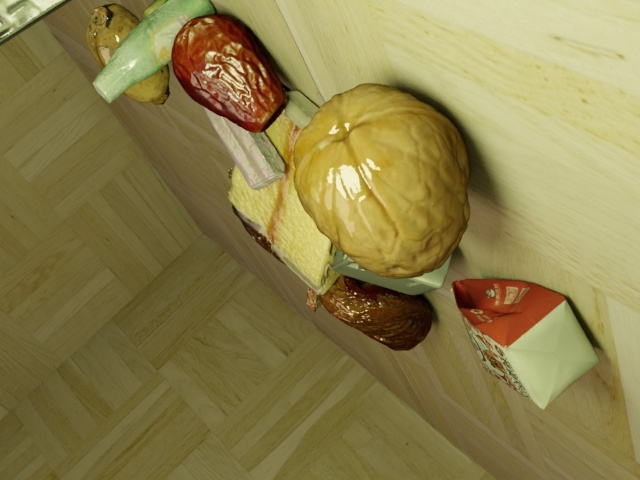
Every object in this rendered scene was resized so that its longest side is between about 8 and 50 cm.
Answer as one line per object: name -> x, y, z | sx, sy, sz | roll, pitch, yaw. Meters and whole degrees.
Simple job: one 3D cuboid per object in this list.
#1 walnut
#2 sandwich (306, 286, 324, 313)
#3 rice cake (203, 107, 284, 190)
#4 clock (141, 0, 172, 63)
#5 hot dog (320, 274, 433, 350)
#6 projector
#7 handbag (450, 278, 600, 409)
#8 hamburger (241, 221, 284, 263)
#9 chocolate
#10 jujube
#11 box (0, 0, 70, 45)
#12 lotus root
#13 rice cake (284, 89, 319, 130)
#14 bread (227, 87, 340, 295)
walnut -> 0.100, -0.088, 1.320 | 0.277, 0.252, 0.313 | 38, 175, 35
sandwich -> 0.025, 0.121, 2.560 | 0.079, 0.159, 0.235 | 19, 133, 20
rice cake -> -0.183, -0.253, 1.846 | 0.106, 0.050, 0.298 | -23, 99, 48
clock -> -0.352, -0.482, 2.022 | 0.170, 0.069, 0.232 | 49, 169, -15
hot dog -> 0.138, 0.154, 2.146 | 0.267, 0.174, 0.387 | 34, 179, 31
projector -> 0.140, 0.029, 1.747 | 0.198, 0.108, 0.250 | 16, 171, -5
handbag -> 0.350, 0.159, 1.562 | 0.171, 0.151, 0.298 | 56, 173, -22
hamburger -> -0.127, -0.047, 2.531 | 0.286, 0.146, 0.243 | 53, 160, -21
chocolate -> -0.341, -0.396, 1.728 | 0.110, 0.291, 0.110 | 41, 167, 12
jujube -> -0.178, -0.328, 1.678 | 0.255, 0.190, 0.190 | 42, 168, 7
box -> -0.657, -0.549, 1.863 | 0.111, 0.396, 0.396 | 56, -174, -32
lotus root -> -0.451, -0.430, 2.020 | 0.284, 0.146, 0.160 | 54, -174, -47
rice cake -> 0.021, -0.208, 1.677 | 0.256, 0.052, 0.057 | 42, 164, 19
bread -> -0.071, -0.125, 1.882 | 0.345, 0.242, 0.405 | 41, 172, 21
